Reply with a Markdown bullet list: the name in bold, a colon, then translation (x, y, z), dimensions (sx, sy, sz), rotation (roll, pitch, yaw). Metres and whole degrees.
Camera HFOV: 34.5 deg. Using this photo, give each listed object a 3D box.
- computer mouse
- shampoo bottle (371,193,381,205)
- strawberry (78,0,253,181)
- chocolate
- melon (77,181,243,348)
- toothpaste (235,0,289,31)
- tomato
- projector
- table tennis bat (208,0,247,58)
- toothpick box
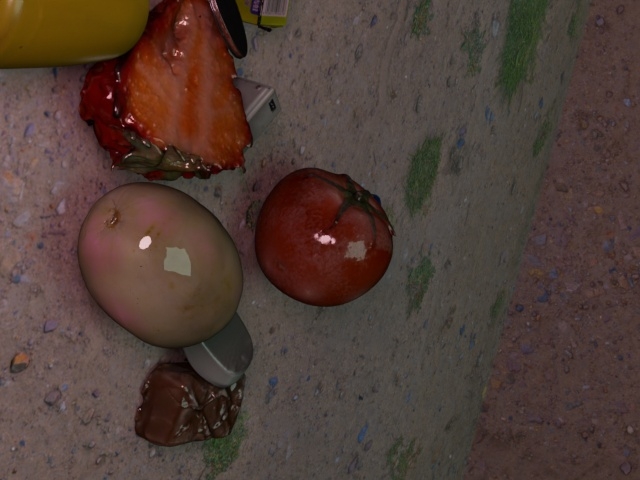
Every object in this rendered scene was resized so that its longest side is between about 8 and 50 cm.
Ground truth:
- **computer mouse**: translation (-0.202, 0.157, 1.821), dimensions (0.231, 0.079, 0.128), rotation (62, 33, -19)
- **shampoo bottle**: translation (0.067, -0.063, 2.190), dimensions (0.183, 0.050, 0.087), rotation (3, 108, -60)
- **strawberry**: translation (-0.246, -0.214, 1.481), dimensions (0.253, 0.150, 0.280), rotation (-6, 81, -49)
- **chocolate**: translation (-0.230, 0.296, 1.873), dimensions (0.214, 0.093, 0.148), rotation (-1, 107, -59)
- **melon**: translation (-0.239, 0.042, 1.562), dimensions (0.223, 0.223, 0.317), rotation (-61, 152, -15)
- **toothpaste**: translation (-0.090, -0.495, 1.590), dimensions (0.077, 0.110, 0.327), rotation (-14, 120, -54)
- **tomato**: translation (0.000, 0.000, 1.913), dimensions (0.265, 0.265, 0.264), rotation (-37, 138, -44)
- **projector**: translation (-0.155, -0.207, 1.624), dimensions (0.115, 0.147, 0.061), rotation (-54, 146, -25)
- **table tennis bat**: translation (-0.152, -0.373, 1.516), dimensions (0.130, 0.019, 0.220), rotation (-80, 151, -66)
- **toothpick box**: translation (-0.335, -0.293, 1.245), dimensions (0.271, 0.175, 0.175), rotation (-13, 119, -60)
